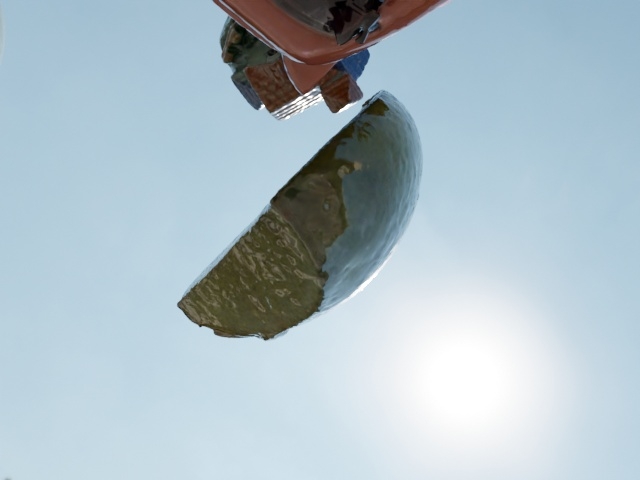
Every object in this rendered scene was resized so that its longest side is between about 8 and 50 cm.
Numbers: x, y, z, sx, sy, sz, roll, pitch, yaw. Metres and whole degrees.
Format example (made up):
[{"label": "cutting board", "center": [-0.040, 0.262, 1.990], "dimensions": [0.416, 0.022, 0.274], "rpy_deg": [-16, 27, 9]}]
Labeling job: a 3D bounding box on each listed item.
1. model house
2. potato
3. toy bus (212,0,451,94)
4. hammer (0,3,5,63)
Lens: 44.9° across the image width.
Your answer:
[{"label": "model house", "center": [-0.019, -0.184, 0.775], "dimensions": [0.148, 0.119, 0.149], "rpy_deg": [-30, -139, 5]}, {"label": "potato", "center": [0.000, 0.000, 0.615], "dimensions": [0.112, 0.255, 0.269], "rpy_deg": [42, -91, -4]}, {"label": "toy bus", "center": [-0.067, -0.290, 0.411], "dimensions": [0.427, 0.203, 0.233], "rpy_deg": [39, -56, -16]}, {"label": "hammer", "center": [-0.301, -0.168, 0.388], "dimensions": [0.113, 0.202, 0.305], "rpy_deg": [-40, -59, 7]}]
